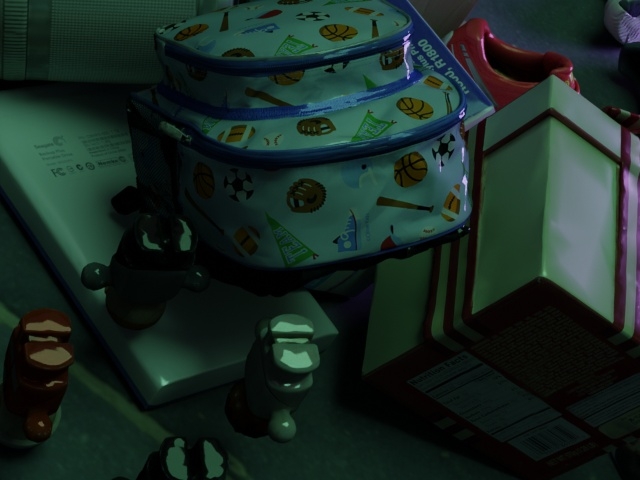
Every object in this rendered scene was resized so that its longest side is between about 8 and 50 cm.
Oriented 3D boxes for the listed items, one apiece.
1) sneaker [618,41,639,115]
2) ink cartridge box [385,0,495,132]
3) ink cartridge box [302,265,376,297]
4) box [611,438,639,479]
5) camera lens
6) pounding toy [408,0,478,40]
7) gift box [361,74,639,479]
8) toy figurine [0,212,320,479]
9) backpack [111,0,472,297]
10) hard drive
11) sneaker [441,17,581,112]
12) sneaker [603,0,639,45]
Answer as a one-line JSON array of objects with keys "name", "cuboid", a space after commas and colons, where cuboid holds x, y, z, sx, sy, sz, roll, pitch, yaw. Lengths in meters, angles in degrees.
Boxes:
[{"name": "sneaker", "cuboid": [0.435, -0.125, 2.117, 0.121, 0.111, 0.300, -2, 45, -25]}, {"name": "ink cartridge box", "cuboid": [0.057, -0.202, 1.766, 0.324, 0.071, 0.330, 53, -3, 19]}, {"name": "ink cartridge box", "cuboid": [0.000, 0.000, 1.652, 0.088, 0.052, 0.122, 54, 17, 21]}, {"name": "box", "cuboid": [0.365, 0.158, 1.640, 0.060, 0.244, 0.100, 2, 50, -35]}, {"name": "camera lens", "cuboid": [-0.204, -0.247, 1.606, 0.274, 0.219, 0.219, 1, 47, -10]}, {"name": "pounding toy", "cuboid": [0.127, -0.285, 2.012, 0.100, 0.130, 0.141, 18, 41, -22]}, {"name": "gift box", "cuboid": [0.204, 0.041, 1.628, 0.276, 0.255, 0.258, 36, 44, -31]}, {"name": "toy figurine", "cuboid": [-0.124, 0.109, 1.379, 0.213, 0.148, 0.209, 37, 53, 6]}, {"name": "backpack", "cuboid": [-0.005, -0.082, 1.463, 0.277, 0.213, 0.263, -21, 34, -21]}, {"name": "hard drive", "cuboid": [-0.151, -0.011, 1.593, 0.210, 0.040, 0.318, -14, 60, -45]}, {"name": "sneaker", "cuboid": [0.246, -0.137, 1.957, 0.279, 0.118, 0.107, 31, 39, -6]}, {"name": "sneaker", "cuboid": [0.382, -0.327, 2.278, 0.235, 0.094, 0.153, -21, 63, -47]}]
